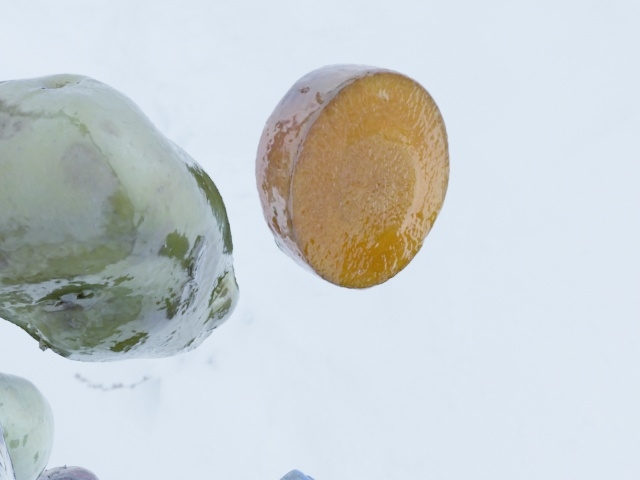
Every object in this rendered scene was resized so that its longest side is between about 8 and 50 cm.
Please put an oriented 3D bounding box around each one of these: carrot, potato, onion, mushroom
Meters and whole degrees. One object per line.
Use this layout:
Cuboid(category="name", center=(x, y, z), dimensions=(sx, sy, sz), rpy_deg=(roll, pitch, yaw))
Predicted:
Cuboid(category="carrot", center=(0.046, -0.081, 1.137), dimensions=(0.258, 0.100, 0.307), rpy_deg=(-11, 113, -21))
Cuboid(category="potato", center=(-0.188, 0.001, 0.750), dimensions=(0.218, 0.351, 0.202), rpy_deg=(-33, 51, 5))
Cuboid(category="onion", center=(-0.598, 0.638, 2.001), dimensions=(0.195, 0.140, 0.218), rpy_deg=(-17, 98, -9))
Cuboid(category="mushroom", center=(-0.634, 0.344, 1.471), dimensions=(0.352, 0.352, 0.260), rpy_deg=(-30, 61, 27))

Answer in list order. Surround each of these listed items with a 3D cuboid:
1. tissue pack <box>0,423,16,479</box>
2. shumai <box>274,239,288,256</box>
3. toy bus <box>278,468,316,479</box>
Cuboid(category="tissue pack", center=(-0.460, 0.365, 1.092), dimensions=(0.125, 0.343, 0.242), rpy_deg=(-11, 99, -17))
Cuboid(category="shumai", center=(0.000, -0.001, 1.271), dimensions=(0.087, 0.124, 0.099), rpy_deg=(48, 137, 49))
Cuboid(category="toy bus", center=(0.001, 0.529, 1.617), dimensions=(0.236, 0.094, 0.079), rpy_deg=(49, 160, -26))
